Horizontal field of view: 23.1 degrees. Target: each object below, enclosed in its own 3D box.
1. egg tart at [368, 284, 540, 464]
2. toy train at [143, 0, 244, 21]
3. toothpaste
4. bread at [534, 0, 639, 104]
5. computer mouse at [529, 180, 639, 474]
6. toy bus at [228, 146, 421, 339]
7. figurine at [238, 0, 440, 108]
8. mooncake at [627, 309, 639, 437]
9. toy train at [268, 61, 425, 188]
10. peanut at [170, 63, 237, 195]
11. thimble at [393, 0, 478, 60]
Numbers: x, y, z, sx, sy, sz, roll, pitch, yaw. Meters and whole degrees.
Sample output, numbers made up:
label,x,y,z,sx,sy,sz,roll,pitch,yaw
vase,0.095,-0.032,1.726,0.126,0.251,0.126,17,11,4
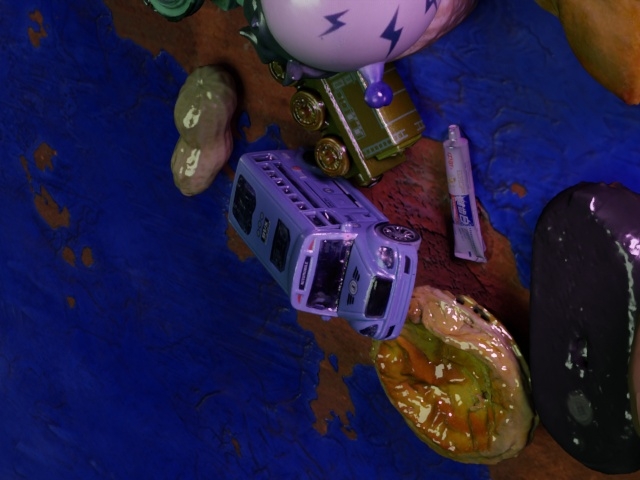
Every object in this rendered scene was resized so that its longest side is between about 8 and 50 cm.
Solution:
label,x,y,z,sx,sy,sz,roll,pitch,yaw
egg tart,0.165,0.150,1.830,0.241,0.106,0.241,27,135,32
toy train,-0.180,-0.441,1.776,0.442,0.179,0.272,39,131,26
toothpaste,0.160,-0.051,1.765,0.045,0.028,0.170,11,123,35
bread,0.279,-0.292,1.356,0.370,0.191,0.314,43,140,22
computer mouse,0.304,0.089,1.632,0.183,0.116,0.323,18,119,43
toy bus,0.000,0.000,1.815,0.292,0.133,0.125,48,133,52
figurine,0.014,-0.314,1.392,0.186,0.261,0.382,-121,26,-62
mooncake,0.405,0.124,1.410,0.155,0.284,0.284,-9,107,49
toy train,0.032,-0.173,1.778,0.137,0.090,0.225,-23,96,48
peanut,-0.150,-0.138,1.999,0.082,0.082,0.187,34,135,28
thimble,0.052,-0.277,1.602,0.229,0.148,0.196,-26,93,30
